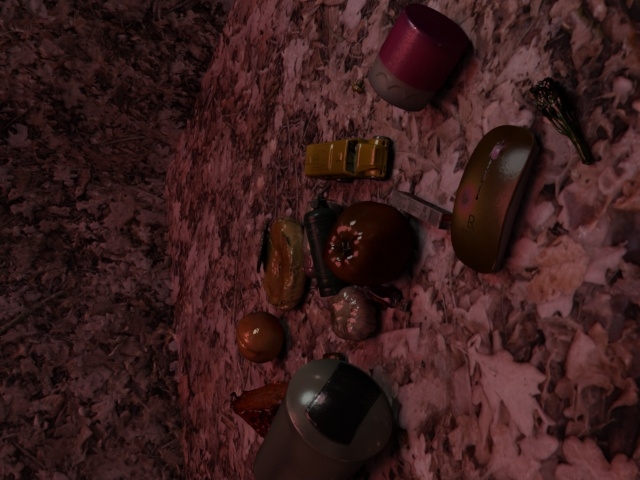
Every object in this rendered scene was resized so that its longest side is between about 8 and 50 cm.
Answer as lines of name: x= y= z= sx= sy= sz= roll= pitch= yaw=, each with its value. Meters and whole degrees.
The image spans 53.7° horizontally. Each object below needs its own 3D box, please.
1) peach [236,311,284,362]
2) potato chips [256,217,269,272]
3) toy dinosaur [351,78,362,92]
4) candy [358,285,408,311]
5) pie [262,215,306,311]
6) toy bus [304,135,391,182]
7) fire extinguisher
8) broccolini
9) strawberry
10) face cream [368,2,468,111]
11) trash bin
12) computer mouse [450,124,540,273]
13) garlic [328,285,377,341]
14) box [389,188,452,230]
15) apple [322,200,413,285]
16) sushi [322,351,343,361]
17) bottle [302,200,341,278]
peach: x=-0.210 y=0.340 z=2.200 sx=0.184 sy=0.184 sz=0.184 roll=-22 pitch=65 yaw=60
potato chips: x=-0.210 y=0.022 z=2.319 sx=0.220 sy=0.029 sz=0.202 roll=93 pitch=-174 yaw=-84
toy dinosaur: x=0.113 y=-0.466 z=1.900 sx=0.113 sy=0.026 sz=0.041 roll=-140 pitch=53 yaw=-69
candy: x=0.163 y=0.142 z=1.630 sx=0.175 sy=0.043 sz=0.045 roll=19 pitch=143 yaw=42
pie: x=-0.125 y=0.080 z=2.178 sx=0.339 sy=0.083 sz=0.339 roll=-174 pitch=90 yaw=-67
toy bus: x=0.072 y=-0.234 z=1.824 sx=0.335 sy=0.123 sz=0.121 roll=8 pitch=91 yaw=63
fire extinguisher: x=0.019 y=0.004 z=1.824 sx=0.114 sy=0.095 sz=0.311 roll=-13 pitch=91 yaw=21
broccolini: x=0.441 y=-0.216 z=1.171 sx=0.058 sy=0.074 sz=0.201 roll=-31 pitch=58 yaw=37
strawberry: x=-0.172 y=0.571 z=2.056 sx=0.234 sy=0.234 sz=0.178 roll=5 pitch=109 yaw=63
face cream: x=0.228 y=-0.433 z=1.507 sx=0.195 sy=0.175 sz=0.175 roll=-58 pitch=37 yaw=42
trash bin: x=-0.002 y=0.511 z=1.648 sx=0.280 sy=0.280 sz=0.432 roll=-109 pitch=33 yaw=-40
computer mouse: x=0.352 y=-0.086 z=1.307 sx=0.158 sy=0.072 sz=0.310 roll=37 pitch=116 yaw=57
garlic: x=0.091 y=0.202 z=1.720 sx=0.159 sy=0.102 sz=0.147 roll=45 pitch=111 yaw=43
box: x=0.246 y=-0.076 z=1.525 sx=0.218 sy=0.055 sz=0.039 roll=39 pitch=117 yaw=59
apple: x=0.119 y=0.009 z=1.580 sx=0.234 sy=0.234 sz=0.234 roll=-22 pitch=65 yaw=60
sushi: x=0.036 y=0.358 z=1.845 sx=0.118 sy=0.061 sz=0.060 roll=135 pitch=129 yaw=-79
bottle: x=0.000 y=0.000 z=1.928 sx=0.110 sy=0.110 sz=0.233 roll=2 pitch=86 yaw=63
